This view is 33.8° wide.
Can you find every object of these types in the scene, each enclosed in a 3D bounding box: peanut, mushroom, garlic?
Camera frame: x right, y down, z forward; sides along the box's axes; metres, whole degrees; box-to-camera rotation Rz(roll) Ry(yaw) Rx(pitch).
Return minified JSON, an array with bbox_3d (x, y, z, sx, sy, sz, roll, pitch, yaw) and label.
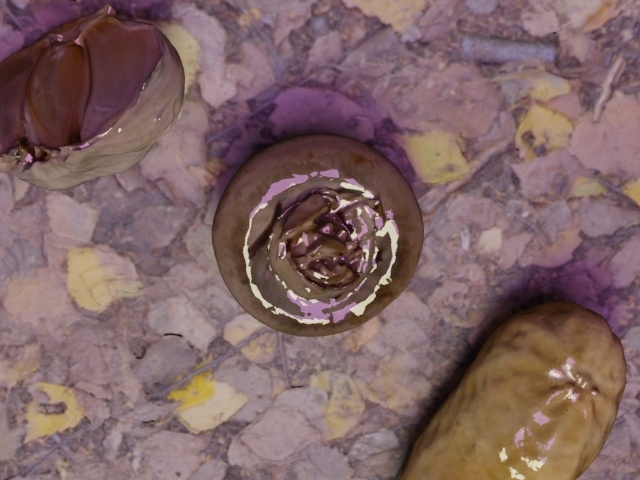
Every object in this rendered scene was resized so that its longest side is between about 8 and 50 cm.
[{"bbox_3d":[0.218,0.244,1.237,0.170,0.192,0.387,25,107,-23],"label":"peanut"},{"bbox_3d":[0.000,0.000,1.118,0.227,0.178,0.226,-7,115,-15],"label":"mushroom"},{"bbox_3d":[-0.236,-0.120,1.053,0.229,0.178,0.143,-5,147,16],"label":"garlic"}]
